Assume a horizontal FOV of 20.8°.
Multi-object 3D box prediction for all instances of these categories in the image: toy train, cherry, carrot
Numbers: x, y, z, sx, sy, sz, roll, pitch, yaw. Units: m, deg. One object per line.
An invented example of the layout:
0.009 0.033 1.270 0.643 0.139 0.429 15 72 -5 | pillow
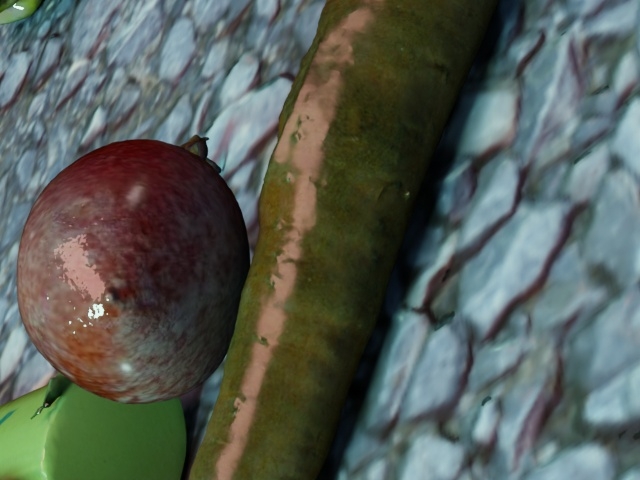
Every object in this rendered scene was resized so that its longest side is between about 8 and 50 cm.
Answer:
-0.156 0.132 0.794 0.253 0.105 0.157 -24 33 47 | toy train
-0.068 0.008 0.740 0.225 0.090 0.107 -39 -59 -79 | cherry
0.001 0.000 0.679 0.070 0.070 0.342 4 72 58 | carrot

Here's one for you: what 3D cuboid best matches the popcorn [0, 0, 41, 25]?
-0.217 -0.209 1.120 0.125 0.126 0.145 -48 3 -1 | popcorn
